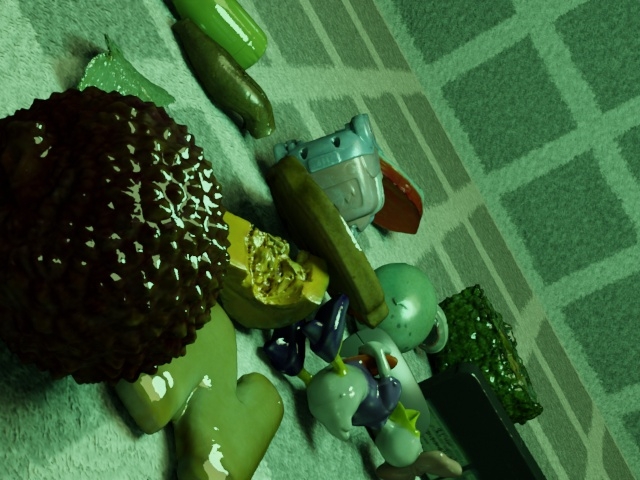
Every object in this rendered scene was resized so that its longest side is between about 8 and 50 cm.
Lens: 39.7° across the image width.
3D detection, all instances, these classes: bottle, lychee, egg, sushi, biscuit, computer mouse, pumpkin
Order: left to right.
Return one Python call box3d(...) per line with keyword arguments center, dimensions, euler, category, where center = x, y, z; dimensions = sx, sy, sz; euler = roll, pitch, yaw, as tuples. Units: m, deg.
box3d(center=(-0.237, -0.007, 0.953), dimensions=(0.330, 0.306, 0.306), euler=(57, 17, -49), category="lychee")
box3d(center=(-0.222, -0.461, 1.791), dimensions=(0.260, 0.112, 0.112), euler=(45, 27, -36), category="bottle")
box3d(center=(-0.148, 0.211, 1.196), dimensions=(0.237, 0.062, 0.291), euler=(58, 20, -6), category="biscuit")
box3d(center=(-0.117, 0.054, 1.404), dimensions=(0.248, 0.126, 0.131), euler=(31, 40, -19), category="pumpkin")
box3d(center=(0.000, 0.000, 1.593), dimensions=(0.359, 0.074, 0.381), euler=(61, -11, -18), category="biscuit")
box3d(center=(0.119, 0.276, 1.658), dimensions=(0.232, 0.120, 0.057), euler=(64, -16, 6), category="computer mouse")
box3d(center=(0.153, 0.138, 1.817), dimensions=(0.169, 0.169, 0.236), euler=(55, 20, -15), category="egg")
box3d(center=(0.397, 0.301, 2.156), dimensions=(0.294, 0.178, 0.352), euler=(46, 23, -41), category="sushi")

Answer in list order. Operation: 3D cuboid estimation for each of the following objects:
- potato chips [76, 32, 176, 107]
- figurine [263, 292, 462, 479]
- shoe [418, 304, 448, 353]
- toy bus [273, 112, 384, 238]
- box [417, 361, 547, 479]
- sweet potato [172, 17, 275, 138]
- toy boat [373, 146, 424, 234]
box3d(center=(-0.311, -0.244, 1.402), dimensions=(0.228, 0.059, 0.167), euler=(-79, 145, -59), category="potato chips")
box3d(center=(0.077, 0.276, 1.502), dimensions=(0.421, 0.154, 0.193), euler=(45, 31, -33), category="figurine")
box3d(center=(0.208, 0.162, 2.000), dimensions=(0.227, 0.099, 0.125), euler=(55, 14, -2), category="shoe")
box3d(center=(0.039, -0.124, 1.841), dimensions=(0.294, 0.197, 0.232), euler=(-55, 125, -80), category="toy bus")
box3d(center=(0.291, 0.421, 1.720), dimensions=(0.350, 0.211, 0.058), euler=(59, 23, -7), category="box")
box3d(center=(-0.192, -0.316, 1.745), dimensions=(0.286, 0.085, 0.112), euler=(45, -10, -11), category="sweet potato")
box3d(center=(0.150, -0.139, 2.182), dimensions=(0.332, 0.145, 0.133), euler=(42, 35, -33), category="toy boat")
